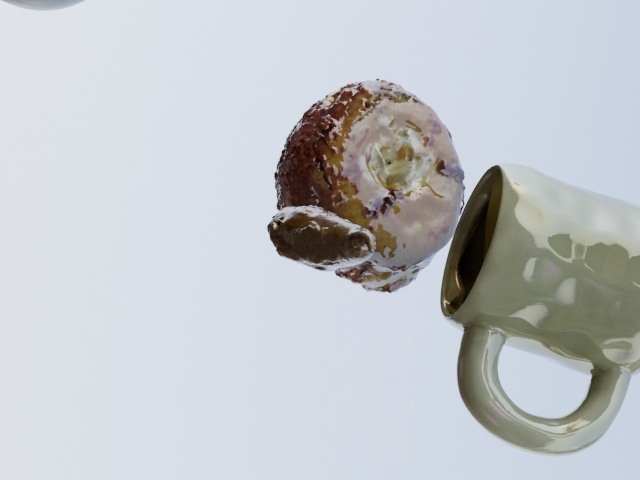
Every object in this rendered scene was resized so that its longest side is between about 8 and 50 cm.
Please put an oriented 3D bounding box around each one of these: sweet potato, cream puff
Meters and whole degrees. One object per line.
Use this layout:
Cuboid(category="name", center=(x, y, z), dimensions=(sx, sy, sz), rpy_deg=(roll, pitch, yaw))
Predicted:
Cuboid(category="sweet potato", center=(0.000, 0.000, 1.213), dimensions=(0.206, 0.068, 0.060), rpy_deg=(6, -66, 61))
Cuboid(category="cream puff", center=(0.053, -0.059, 1.563), dimensions=(0.164, 0.240, 0.240), rpy_deg=(-21, -112, 47))

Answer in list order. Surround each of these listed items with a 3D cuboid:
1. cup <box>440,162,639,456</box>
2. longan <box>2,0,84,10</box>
Cuboid(category="cup", center=(0.233, 0.061, 1.305), dimensions=(0.255, 0.202, 0.173), rpy_deg=(-79, -169, -46))
Cuboid(category="longan", center=(-0.287, -0.303, 1.365), dimensions=(0.185, 0.204, 0.159), rpy_deg=(-10, -73, 49))
